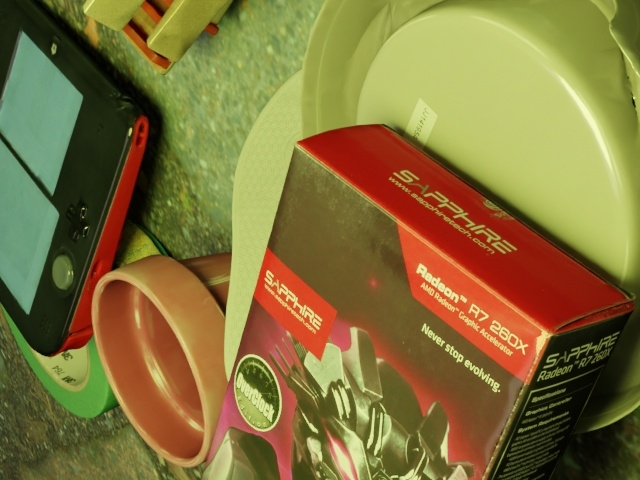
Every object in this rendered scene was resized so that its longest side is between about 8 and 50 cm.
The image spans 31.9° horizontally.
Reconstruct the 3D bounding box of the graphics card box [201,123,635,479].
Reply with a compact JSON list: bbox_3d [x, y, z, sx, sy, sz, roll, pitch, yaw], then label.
[{"bbox_3d":[0.037,0.137,0.775,0.233,0.094,0.371,40,126,35],"label":"graphics card box"}]

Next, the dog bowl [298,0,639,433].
[{"bbox_3d":[0.133,-0.045,0.776,0.348,0.102,0.349,30,132,41],"label":"dog bowl"}]

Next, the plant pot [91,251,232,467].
[{"bbox_3d":[-0.097,0.094,1.103,0.201,0.180,0.201,31,132,41],"label":"plant pot"}]

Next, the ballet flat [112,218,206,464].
[{"bbox_3d":[-0.184,0.114,1.294,0.349,0.123,0.123,51,144,21],"label":"ballet flat"}]

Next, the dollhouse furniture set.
[{"bbox_3d":[-0.177,-0.240,0.920,0.135,0.259,0.262,-49,64,12],"label":"dollhouse furniture set"}]

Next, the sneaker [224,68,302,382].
[{"bbox_3d":[0.000,0.000,0.987,0.104,0.147,0.296,5,83,31],"label":"sneaker"}]

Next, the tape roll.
[{"bbox_3d":[-0.346,0.082,1.530,0.321,0.077,0.321,32,133,41],"label":"tape roll"}]

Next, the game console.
[{"bbox_3d":[-0.346,-0.089,1.342,0.386,0.060,0.342,44,126,38],"label":"game console"}]
